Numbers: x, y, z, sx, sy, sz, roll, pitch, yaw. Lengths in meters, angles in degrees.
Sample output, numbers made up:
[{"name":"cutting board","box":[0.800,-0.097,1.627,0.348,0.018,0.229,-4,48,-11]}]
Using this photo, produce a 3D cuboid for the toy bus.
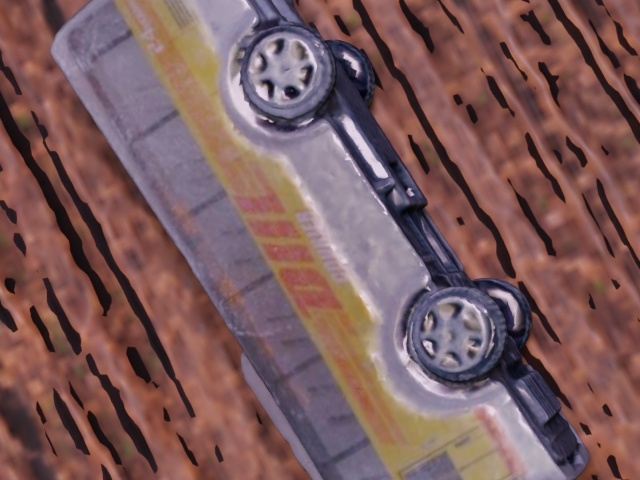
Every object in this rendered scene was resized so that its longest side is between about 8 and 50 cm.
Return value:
[{"name":"toy bus","box":[0.000,0.000,0.564,0.075,0.064,0.190,-33,83,11]}]
